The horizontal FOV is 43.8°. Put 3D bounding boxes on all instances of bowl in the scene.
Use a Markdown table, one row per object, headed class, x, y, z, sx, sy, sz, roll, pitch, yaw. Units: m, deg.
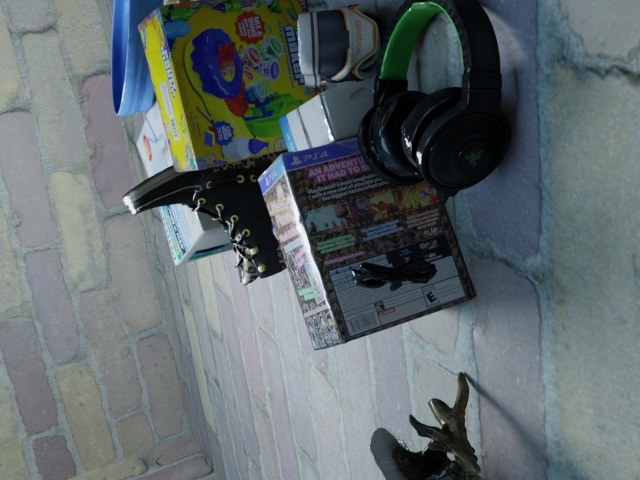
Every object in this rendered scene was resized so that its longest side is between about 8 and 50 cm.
| class | x | y | z | sx | sy | sz | roll | pitch | yaw |
| --- | --- | --- | --- | --- | --- | --- | --- | --- | --- |
| bowl | -0.417 | -0.475 | 1.797 | 0.391 | 0.077 | 0.391 | -178 | 90 | -70 |

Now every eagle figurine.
| class | x | y | z | sx | sy | sz | roll | pitch | yaw |
| --- | --- | --- | --- | --- | --- | --- | --- | --- | --- |
| eagle figurine | 0.194 | 0.406 | 1.288 | 0.225 | 0.226 | 0.298 | 35 | 135 | 27 |

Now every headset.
| class | x | y | z | sx | sy | sz | roll | pitch | yaw |
| --- | --- | --- | --- | --- | --- | --- | --- | --- | --- |
| headset | 0.125 | -0.133 | 1.072 | 0.243 | 0.185 | 0.394 | -161 | 69 | -64 |

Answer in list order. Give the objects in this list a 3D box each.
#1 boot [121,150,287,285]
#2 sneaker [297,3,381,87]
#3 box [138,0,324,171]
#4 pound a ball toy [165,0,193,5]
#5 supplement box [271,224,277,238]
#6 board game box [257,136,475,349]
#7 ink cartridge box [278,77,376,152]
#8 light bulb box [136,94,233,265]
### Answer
| class | x | y | z | sx | sy | sz | roll | pitch | yaw |
| --- | --- | --- | --- | --- | --- | --- | --- | --- | --- |
| boot | -0.195 | -0.043 | 1.665 | 0.138 | 0.377 | 0.284 | -14 | 98 | 58 |
| sneaker | 0.029 | -0.310 | 1.282 | 0.321 | 0.127 | 0.126 | -93 | -1 | -76 |
| box | -0.159 | -0.301 | 1.503 | 0.177 | 0.279 | 0.290 | 8 | 113 | 65 |
| pound a ball toy | -0.322 | -0.667 | 1.879 | 0.208 | 0.135 | 0.319 | 54 | 165 | -23 |
| supplement box | 0.000 | 0.000 | 1.557 | 0.220 | 0.111 | 0.114 | 56 | 152 | 38 |
| board game box | 0.067 | -0.005 | 1.236 | 0.141 | 0.232 | 0.291 | -32 | 75 | 67 |
| ink cartridge box | 0.033 | -0.199 | 1.301 | 0.190 | 0.139 | 0.082 | -6 | 101 | 68 |
| light bulb box | -0.274 | -0.164 | 1.942 | 0.361 | 0.225 | 0.358 | -37 | 70 | 65 |
